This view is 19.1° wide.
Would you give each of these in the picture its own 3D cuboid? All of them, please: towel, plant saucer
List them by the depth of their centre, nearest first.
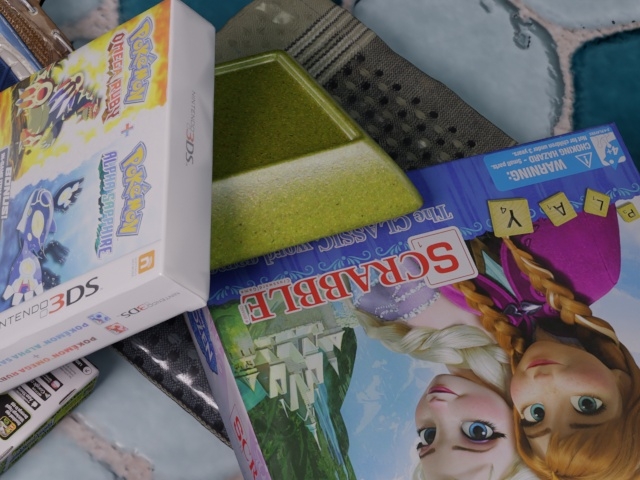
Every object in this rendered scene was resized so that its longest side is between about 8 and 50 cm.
[{"bbox_3d":[-0.056,-0.061,1.214,0.188,0.045,0.188,-16,38,-20],"label":"plant saucer"},{"bbox_3d":[0.000,0.000,1.300,0.312,0.056,0.324,38,61,10],"label":"towel"}]

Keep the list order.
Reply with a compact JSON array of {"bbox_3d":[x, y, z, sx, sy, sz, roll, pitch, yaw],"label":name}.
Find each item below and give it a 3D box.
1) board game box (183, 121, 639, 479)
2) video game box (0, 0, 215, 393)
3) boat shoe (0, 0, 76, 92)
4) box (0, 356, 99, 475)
[{"bbox_3d":[0.103,0.102,1.195,0.318,0.066,0.318,-15,66,-18],"label":"board game box"},{"bbox_3d":[-0.147,-0.024,1.148,0.048,0.187,0.205,37,41,-43],"label":"video game box"},{"bbox_3d":[-0.222,-0.158,1.310,0.066,0.066,0.183,-31,84,-33],"label":"boat shoe"},{"bbox_3d":[-0.253,0.054,1.196,0.207,0.036,0.114,42,60,9],"label":"box"}]
